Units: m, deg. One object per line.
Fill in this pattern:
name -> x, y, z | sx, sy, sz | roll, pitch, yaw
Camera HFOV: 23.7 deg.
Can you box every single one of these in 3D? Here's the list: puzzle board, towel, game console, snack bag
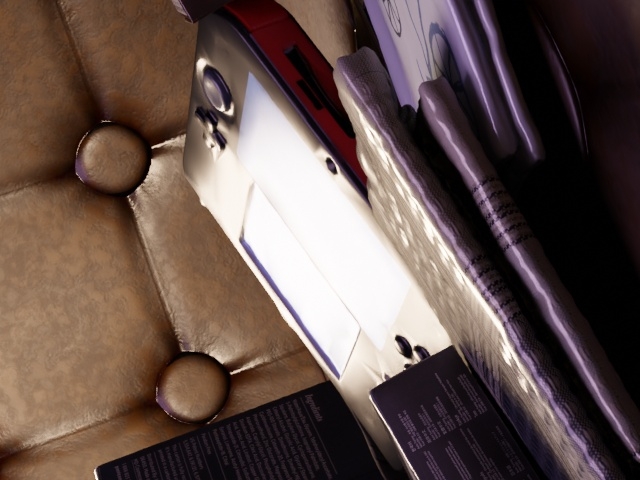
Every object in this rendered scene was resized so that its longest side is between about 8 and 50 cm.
puzzle board -> 0.056, -0.136, 1.321 | 0.096, 0.011, 0.128 | 80, 170, -61
towel -> 0.118, 0.048, 0.975 | 0.324, 0.056, 0.312 | 58, 177, 18
game console -> 0.000, 0.000, 1.346 | 0.386, 0.060, 0.342 | 54, 154, 17
snack bag -> 0.066, -0.169, 1.033 | 0.342, 0.037, 0.323 | 94, 157, -82

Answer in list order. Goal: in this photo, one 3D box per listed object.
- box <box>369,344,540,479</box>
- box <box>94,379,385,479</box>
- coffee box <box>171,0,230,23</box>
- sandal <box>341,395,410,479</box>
box -> 0.157, 0.257, 1.079 | 0.307, 0.076, 0.242 | 59, 176, 37
box -> -0.032, 0.371, 1.845 | 0.212, 0.395, 0.293 | -122, 13, -59
coffee box -> -0.109, -0.313, 1.195 | 0.246, 0.141, 0.098 | 59, 176, -15
sandal -> 0.070, 0.133, 1.572 | 0.086, 0.120, 0.303 | -88, -18, -67
